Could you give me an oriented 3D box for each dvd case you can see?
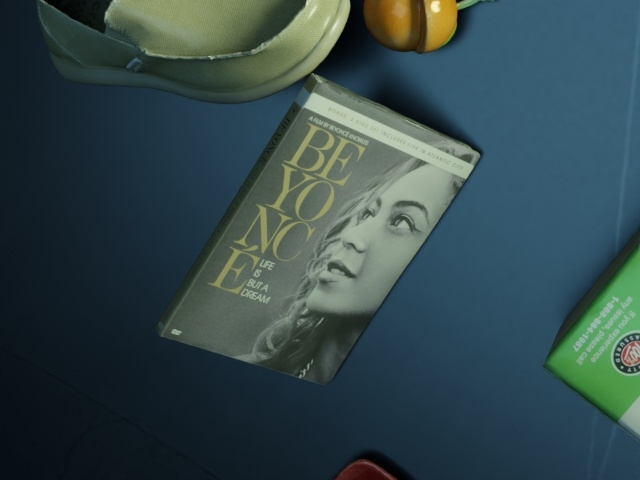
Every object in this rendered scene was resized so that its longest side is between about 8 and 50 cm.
[{"bbox_3d":[0.000,0.000,1.116,0.221,0.164,0.018,-58,39,15],"label":"dvd case"}]

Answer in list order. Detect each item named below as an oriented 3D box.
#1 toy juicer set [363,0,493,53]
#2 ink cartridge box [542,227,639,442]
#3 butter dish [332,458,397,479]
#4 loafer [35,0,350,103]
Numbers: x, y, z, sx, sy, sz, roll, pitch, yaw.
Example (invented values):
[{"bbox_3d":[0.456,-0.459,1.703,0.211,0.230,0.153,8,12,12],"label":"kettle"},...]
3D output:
[{"bbox_3d":[0.012,-0.278,1.103,0.329,0.089,0.209,43,124,1],"label":"toy juicer set"},{"bbox_3d":[0.334,0.085,1.047,0.289,0.121,0.211,39,106,6],"label":"ink cartridge box"},{"bbox_3d":[0.033,0.277,1.157,0.160,0.118,0.160,41,105,6],"label":"butter dish"},{"bbox_3d":[-0.106,-0.162,1.095,0.268,0.092,0.102,1,59,31],"label":"loafer"}]
